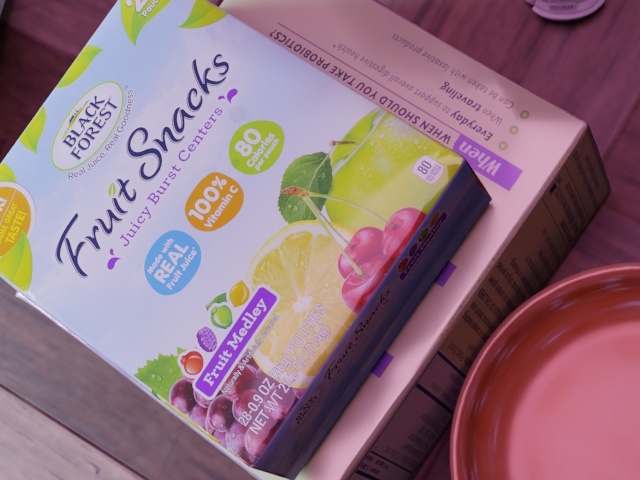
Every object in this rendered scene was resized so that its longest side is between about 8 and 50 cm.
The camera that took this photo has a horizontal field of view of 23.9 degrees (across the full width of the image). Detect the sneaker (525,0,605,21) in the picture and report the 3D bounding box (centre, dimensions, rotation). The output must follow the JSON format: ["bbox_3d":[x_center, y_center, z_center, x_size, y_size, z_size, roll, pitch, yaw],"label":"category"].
[{"bbox_3d":[0.143,-0.214,0.867,0.065,0.076,0.166,-3,74,15],"label":"sneaker"}]

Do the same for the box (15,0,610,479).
[{"bbox_3d":[0.000,0.000,0.830,0.213,0.117,0.243,33,86,22],"label":"box"}]

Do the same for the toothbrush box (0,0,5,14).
[{"bbox_3d":[-0.362,-0.157,0.966,0.295,0.126,0.216,5,67,17],"label":"toothbrush box"}]

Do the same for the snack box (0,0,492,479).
[{"bbox_3d":[-0.051,-0.012,0.748,0.207,0.070,0.174,33,87,24],"label":"snack box"}]

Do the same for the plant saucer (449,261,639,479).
[{"bbox_3d":[0.168,0.112,0.781,0.200,0.037,0.200,-2,79,10],"label":"plant saucer"}]
